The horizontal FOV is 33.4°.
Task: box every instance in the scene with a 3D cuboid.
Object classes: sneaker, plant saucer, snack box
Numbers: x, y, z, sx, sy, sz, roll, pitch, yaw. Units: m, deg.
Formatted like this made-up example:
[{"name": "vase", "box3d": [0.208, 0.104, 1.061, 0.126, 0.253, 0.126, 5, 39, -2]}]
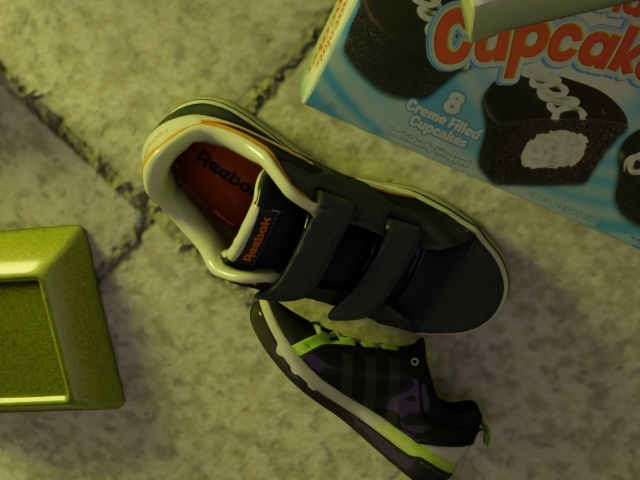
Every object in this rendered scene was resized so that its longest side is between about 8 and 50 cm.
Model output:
[{"name": "sneaker", "box3d": [0.000, 0.000, 0.853, 0.321, 0.127, 0.126, 26, 113, 0]}, {"name": "plant saucer", "box3d": [-0.294, 0.086, 0.991, 0.188, 0.045, 0.188, -4, 110, 14]}, {"name": "sneaker", "box3d": [0.046, 0.111, 0.923, 0.234, 0.084, 0.097, 40, 93, -8]}, {"name": "snack box", "box3d": [0.169, -0.123, 0.759, 0.321, 0.060, 0.187, 21, 115, -14]}]

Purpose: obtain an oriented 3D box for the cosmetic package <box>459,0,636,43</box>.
[{"name": "cosmetic package", "box3d": [0.183, -0.333, 0.606, 0.284, 0.097, 0.378, -13, 87, 8]}]
